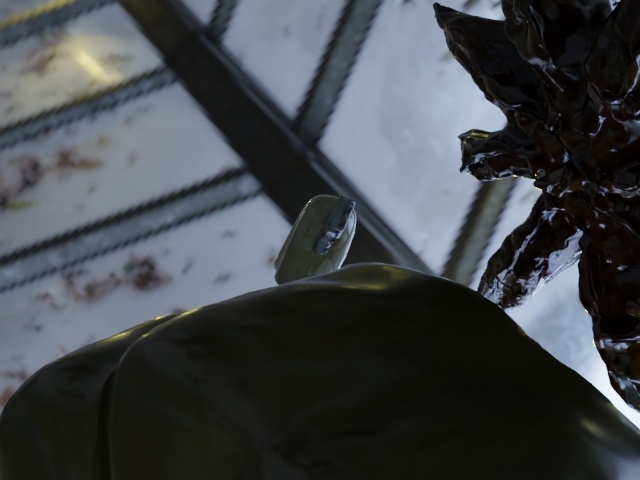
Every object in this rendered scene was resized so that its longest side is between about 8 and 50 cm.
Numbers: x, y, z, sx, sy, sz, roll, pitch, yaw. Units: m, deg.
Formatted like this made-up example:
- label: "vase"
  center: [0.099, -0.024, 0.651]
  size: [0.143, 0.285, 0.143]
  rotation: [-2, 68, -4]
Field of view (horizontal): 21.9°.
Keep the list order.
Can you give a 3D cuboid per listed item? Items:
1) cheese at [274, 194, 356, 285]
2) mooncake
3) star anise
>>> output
- label: "cheese"
  center: [-0.003, 0.007, 1.344]
  size: [0.171, 0.047, 0.092]
  rotation: [-162, -85, -86]
- label: "mooncake"
  center: [-0.009, 0.202, 0.761]
  size: [0.378, 0.378, 0.201]
  rotation: [-13, 179, 43]
- label: "star anise"
  center: [0.135, -0.043, 0.811]
  size: [0.088, 0.288, 0.288]
  rotation: [-23, -159, -26]
